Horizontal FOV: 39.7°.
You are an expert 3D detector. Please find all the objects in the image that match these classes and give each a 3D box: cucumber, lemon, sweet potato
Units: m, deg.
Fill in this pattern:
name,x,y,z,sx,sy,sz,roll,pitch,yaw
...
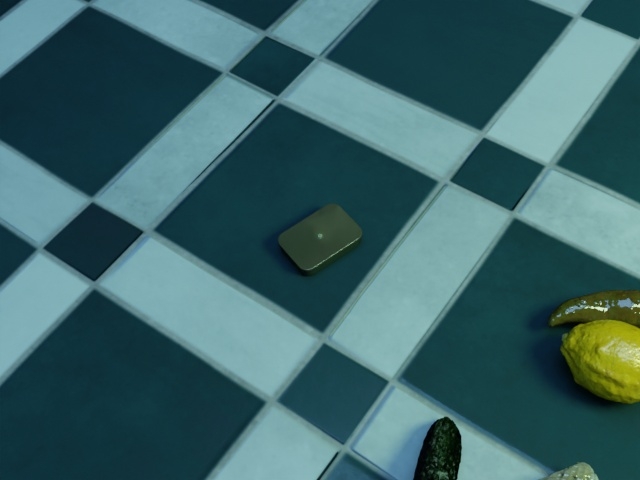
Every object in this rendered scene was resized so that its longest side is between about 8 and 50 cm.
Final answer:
name,x,y,z,sx,sy,sz,roll,pitch,yaw
cucumber,0.152,0.322,1.180,0.067,0.067,0.245,9,26,10
lemon,0.420,0.172,1.273,0.155,0.114,0.114,20,59,22
sweet potato,0.479,0.104,1.349,0.274,0.067,0.067,-4,55,-6

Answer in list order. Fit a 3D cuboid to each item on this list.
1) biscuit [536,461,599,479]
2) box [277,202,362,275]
name,x,y,z,sx,sy,sz,roll,pitch,yaw
biscuit,0.272,0.382,1.169,0.239,0.061,0.108,-18,54,-10
box,0.000,0.000,1.469,0.126,0.031,0.091,-34,60,-18
